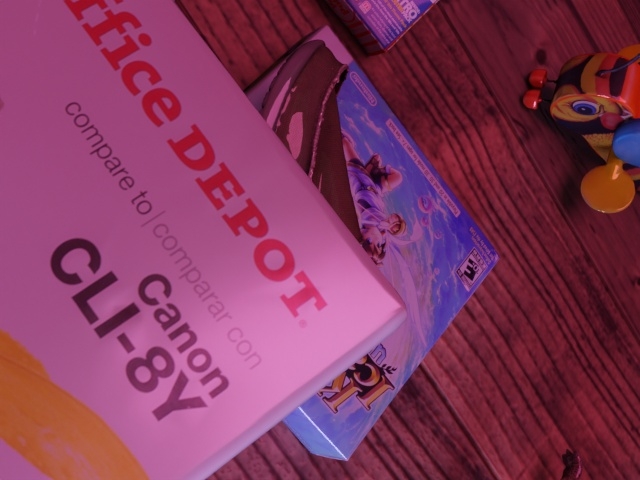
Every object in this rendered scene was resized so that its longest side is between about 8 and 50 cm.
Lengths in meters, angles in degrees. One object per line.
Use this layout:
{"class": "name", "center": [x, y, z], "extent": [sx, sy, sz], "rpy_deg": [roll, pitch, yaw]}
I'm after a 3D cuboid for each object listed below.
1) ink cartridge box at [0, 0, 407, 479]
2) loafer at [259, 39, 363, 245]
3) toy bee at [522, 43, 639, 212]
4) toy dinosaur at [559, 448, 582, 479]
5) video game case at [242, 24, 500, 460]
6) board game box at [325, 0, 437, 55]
{"class": "ink cartridge box", "center": [-0.194, 0.046, 0.409], "extent": [0.385, 0.160, 0.279], "rpy_deg": [-35, 84, -14]}
{"class": "loafer", "center": [-0.011, -0.015, 0.573], "extent": [0.087, 0.094, 0.251], "rpy_deg": [12, 87, 2]}
{"class": "toy bee", "center": [0.306, -0.147, 0.844], "extent": [0.195, 0.162, 0.298], "rpy_deg": [-53, 134, -33]}
{"class": "toy dinosaur", "center": [0.191, 0.320, 0.716], "extent": [0.200, 0.127, 0.295], "rpy_deg": [-14, 103, -24]}
{"class": "video game case", "center": [0.000, 0.000, 0.677], "extent": [0.269, 0.061, 0.244], "rpy_deg": [50, 64, -15]}
{"class": "board game box", "center": [0.074, -0.288, 0.733], "extent": [0.193, 0.045, 0.147], "rpy_deg": [-44, 107, -7]}
